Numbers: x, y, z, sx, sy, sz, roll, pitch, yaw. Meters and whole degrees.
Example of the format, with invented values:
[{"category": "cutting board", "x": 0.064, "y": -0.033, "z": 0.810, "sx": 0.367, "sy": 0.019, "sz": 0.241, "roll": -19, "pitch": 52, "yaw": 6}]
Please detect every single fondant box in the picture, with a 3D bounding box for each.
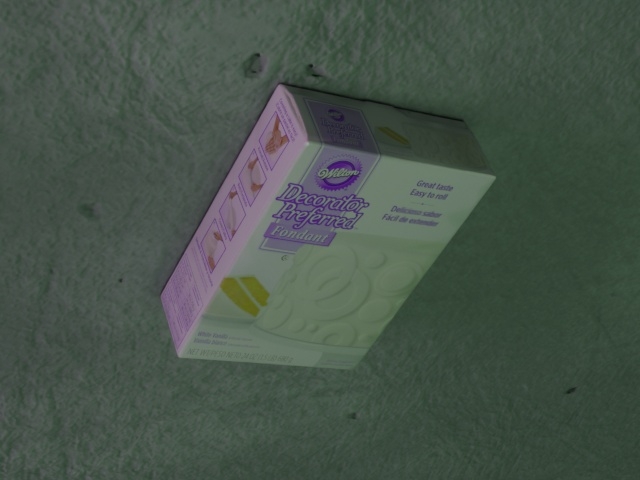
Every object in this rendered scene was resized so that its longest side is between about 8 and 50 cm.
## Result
[{"category": "fondant box", "x": 0.000, "y": 0.000, "z": 1.304, "sx": 0.238, "sy": 0.096, "sz": 0.330, "roll": 8, "pitch": 131, "yaw": -31}]
